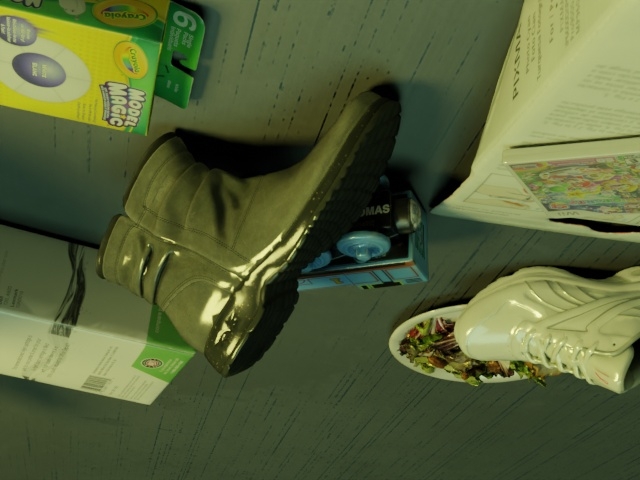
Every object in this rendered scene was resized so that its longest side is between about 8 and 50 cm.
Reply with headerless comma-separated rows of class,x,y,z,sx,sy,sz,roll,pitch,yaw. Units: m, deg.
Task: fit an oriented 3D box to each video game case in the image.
video game case,0.182,-0.039,0.610,0.087,0.011,0.122,-3,163,28

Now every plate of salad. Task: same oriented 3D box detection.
plate of salad,0.172,0.121,0.961,0.200,0.048,0.200,3,150,2

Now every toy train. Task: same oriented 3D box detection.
toy train,0.000,0.000,0.752,0.184,0.080,0.105,-8,153,20

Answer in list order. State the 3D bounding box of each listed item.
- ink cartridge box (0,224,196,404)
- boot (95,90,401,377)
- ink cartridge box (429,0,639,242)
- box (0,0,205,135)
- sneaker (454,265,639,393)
ink cartridge box,-0.244,0.077,0.892,0.219,0.092,0.160,17,147,-20
boot,-0.065,-0.034,0.668,0.246,0.161,0.083,-56,163,13
ink cartridge box,0.267,-0.084,0.607,0.308,0.091,0.385,7,166,-6
box,-0.171,-0.125,0.595,0.179,0.043,0.105,9,149,-11
sneaker,0.236,0.086,0.819,0.232,0.115,0.090,-9,129,14
